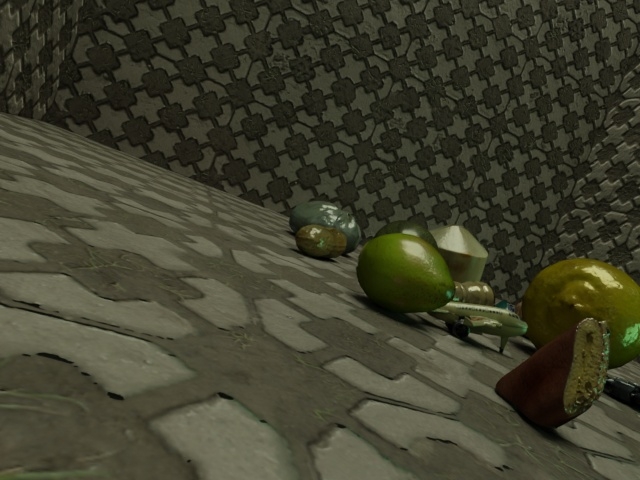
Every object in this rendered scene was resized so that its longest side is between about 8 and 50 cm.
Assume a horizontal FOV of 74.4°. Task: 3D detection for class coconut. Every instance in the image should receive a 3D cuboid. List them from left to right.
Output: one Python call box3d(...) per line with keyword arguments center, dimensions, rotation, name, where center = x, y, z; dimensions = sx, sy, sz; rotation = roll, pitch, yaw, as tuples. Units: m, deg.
box3d(center=(0.504, 0.078, 1.700), dimensions=(0.322, 0.323, 0.323), rotation=(22, 4, -2), name="coconut")

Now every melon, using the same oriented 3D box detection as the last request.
box3d(center=(0.288, 0.047, 1.464), dimensions=(0.237, 0.238, 0.301), rotation=(24, 5, 17), name="melon")

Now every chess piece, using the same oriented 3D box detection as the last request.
box3d(center=(0.386, 0.176, 1.318), dimensions=(0.300, 0.138, 0.137), rotation=(9, 9, -23), name="chess piece")

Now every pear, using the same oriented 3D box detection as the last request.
box3d(center=(0.199, 0.079, 0.961), dimensions=(0.219, 0.188, 0.187), rotation=(12, -1, 28), name="pear")

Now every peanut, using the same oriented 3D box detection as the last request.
box3d(center=(0.000, 0.000, 1.430), dimensions=(0.125, 0.111, 0.274), rotation=(19, 2, 25), name="peanut")

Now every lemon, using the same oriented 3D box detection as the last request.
box3d(center=(0.762, 0.218, 1.227), dimensions=(0.347, 0.348, 0.348), rotation=(22, 4, -2), name="lemon")

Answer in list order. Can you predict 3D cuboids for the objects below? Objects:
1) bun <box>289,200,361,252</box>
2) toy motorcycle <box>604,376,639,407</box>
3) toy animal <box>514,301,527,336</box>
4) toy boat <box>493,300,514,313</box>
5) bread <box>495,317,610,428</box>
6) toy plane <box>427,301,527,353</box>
box3d(center=(0.026, -0.073, 1.917), dimensions=(0.354, 0.194, 0.354), rotation=(24, 3, -1), name="bun")
box3d(center=(0.785, 0.382, 1.036), dimensions=(0.193, 0.061, 0.124), rotation=(21, 3, 16), name="toy motorcycle")
box3d(center=(0.838, 0.306, 1.643), dimensions=(0.166, 0.154, 0.250), rotation=(13, 16, 34), name="toy animal")
box3d(center=(0.812, 0.327, 1.823), dimensions=(0.110, 0.091, 0.175), rotation=(51, 13, 8), name="toy boat")
box3d(center=(0.324, 0.202, 0.585), dimensions=(0.067, 0.192, 0.119), rotation=(27, 41, -5), name="bread")
box3d(center=(0.367, 0.189, 1.018), dimensions=(0.256, 0.104, 0.242), rotation=(23, 2, 3), name="toy plane")
